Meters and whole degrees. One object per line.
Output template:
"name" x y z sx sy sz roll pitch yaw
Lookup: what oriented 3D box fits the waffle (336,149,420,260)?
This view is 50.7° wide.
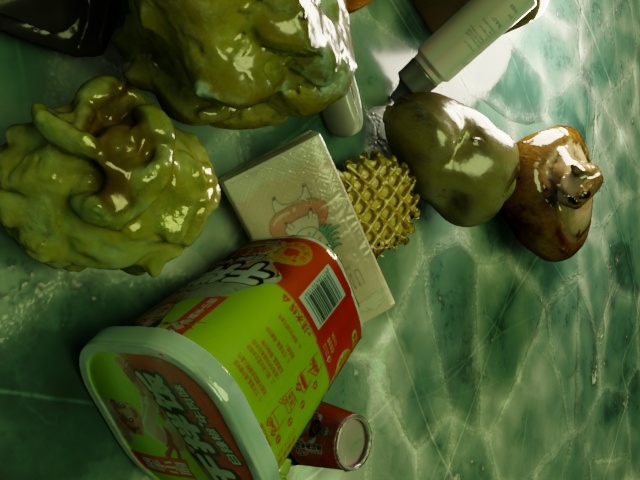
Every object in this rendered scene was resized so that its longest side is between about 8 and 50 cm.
"waffle" 0.089 -0.059 1.211 0.193 0.070 0.197 -23 109 -26

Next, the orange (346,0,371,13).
"orange" 0.003 -0.457 1.022 0.240 0.240 0.240 0 90 -46

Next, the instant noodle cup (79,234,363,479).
"instant noodle cup" -0.105 0.153 0.913 0.308 0.293 0.294 -43 119 -44

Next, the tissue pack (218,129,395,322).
"tissue pack" -0.015 0.006 1.073 0.170 0.071 0.326 -27 113 -6

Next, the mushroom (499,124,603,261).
"mushroom" 0.563 -0.113 1.583 0.345 0.259 0.346 -1 91 -45

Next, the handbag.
"handbag" -0.327 -0.355 0.774 0.223 0.080 0.247 13 99 -41

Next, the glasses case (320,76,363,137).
"glasses case" 0.022 -0.271 1.159 0.049 0.074 0.194 -32 112 -38

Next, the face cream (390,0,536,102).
"face cream" 0.255 -0.369 1.276 0.092 0.311 0.092 43 19 -19

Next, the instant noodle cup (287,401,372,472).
"instant noodle cup" 0.005 0.316 1.095 0.127 0.135 0.127 2 88 -45

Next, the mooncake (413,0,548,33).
"mooncake" 0.338 -0.607 1.397 0.378 0.200 0.379 -1 91 -47

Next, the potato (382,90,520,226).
"potato" 0.250 -0.166 1.305 0.351 0.202 0.218 34 56 -33

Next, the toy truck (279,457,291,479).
"toy truck" -0.115 0.414 0.980 0.210 0.148 0.187 12 83 -66

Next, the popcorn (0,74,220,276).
"popcorn" -0.245 -0.058 0.782 0.256 0.255 0.195 0 48 -13

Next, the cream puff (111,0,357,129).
"cream puff" -0.122 -0.292 0.809 0.378 0.275 0.379 -8 90 -73
